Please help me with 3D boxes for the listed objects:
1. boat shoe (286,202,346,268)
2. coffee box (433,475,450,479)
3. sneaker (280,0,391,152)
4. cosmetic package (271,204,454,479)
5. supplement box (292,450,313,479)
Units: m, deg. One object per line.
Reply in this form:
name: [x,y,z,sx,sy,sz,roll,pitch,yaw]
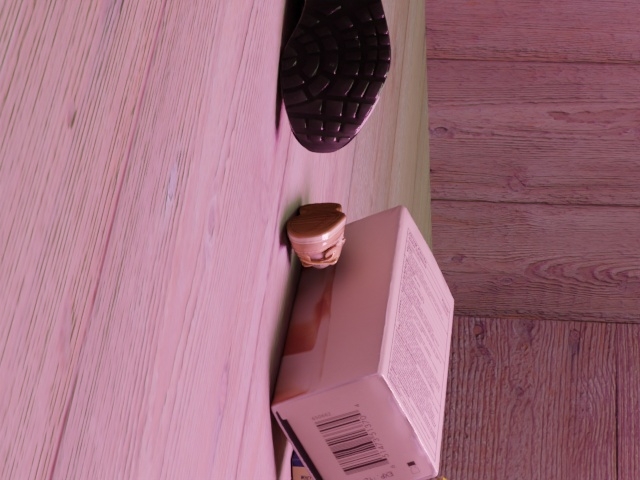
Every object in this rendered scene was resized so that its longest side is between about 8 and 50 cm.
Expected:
boat shoe: [0.000,0.000,1.743,0.170,0.063,0.059,-58,143,-78]
coffee box: [0.237,0.535,1.991,0.338,0.337,0.334,-55,159,-67]
sneaker: [0.019,-0.206,1.698,0.124,0.107,0.283,91,4,-68]
cosmetic package: [0.051,0.117,1.774,0.153,0.129,0.296,60,23,-27]
supplement box: [0.013,0.264,1.847,0.056,0.083,0.083,-76,165,-64]
